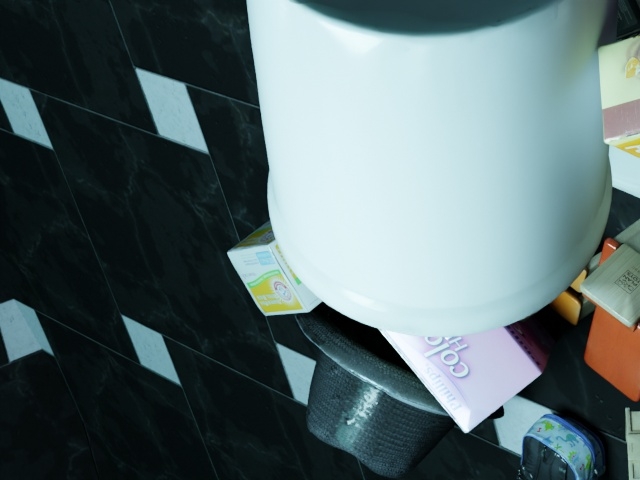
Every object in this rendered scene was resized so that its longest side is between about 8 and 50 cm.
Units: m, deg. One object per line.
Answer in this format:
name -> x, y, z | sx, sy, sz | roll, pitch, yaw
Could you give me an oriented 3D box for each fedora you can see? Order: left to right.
fedora -> 0.077, 0.207, 2.261 | 0.334, 0.152, 0.334 | 27, -173, -4

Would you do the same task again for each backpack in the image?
backpack -> 0.311, 0.276, 2.236 | 0.105, 0.084, 0.114 | 33, 151, 31

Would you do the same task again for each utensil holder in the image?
utensil holder -> 0.101, -0.155, 1.511 | 0.327, 0.327, 0.385 | 37, 155, 26

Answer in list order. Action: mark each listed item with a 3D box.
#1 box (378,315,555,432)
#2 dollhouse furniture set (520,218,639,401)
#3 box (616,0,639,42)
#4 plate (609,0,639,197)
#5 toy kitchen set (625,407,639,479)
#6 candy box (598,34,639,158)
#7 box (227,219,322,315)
box -> 0.164, 0.092, 2.081 | 0.213, 0.117, 0.243 | 51, -167, 4
dollhouse furniture set -> 0.336, 0.093, 1.907 | 0.262, 0.135, 0.259 | 38, 155, 23
box -> 0.217, -0.272, 1.674 | 0.220, 0.051, 0.175 | 65, 165, 4
plate -> 0.278, -0.162, 1.825 | 0.278, 0.045, 0.277 | 26, 143, 40
toy kitchen set -> 0.371, 0.233, 1.911 | 0.068, 0.083, 0.075 | -2, 155, 9
candy box -> 0.386, -0.100, 1.424 | 0.183, 0.316, 0.087 | -14, 69, 37
box -> 0.000, 0.000, 2.256 | 0.114, 0.203, 0.103 | -8, 115, 59
